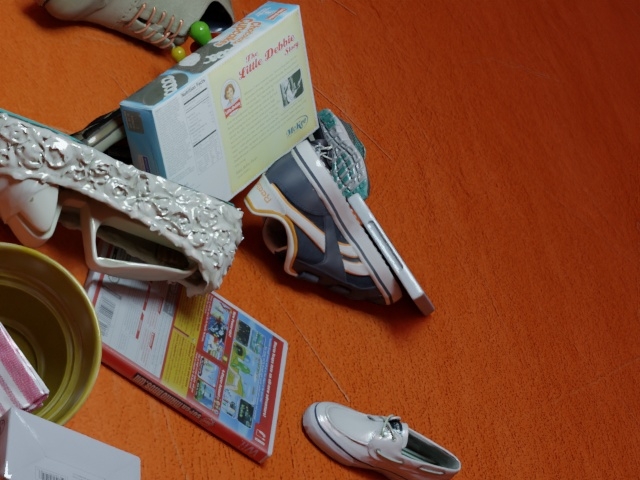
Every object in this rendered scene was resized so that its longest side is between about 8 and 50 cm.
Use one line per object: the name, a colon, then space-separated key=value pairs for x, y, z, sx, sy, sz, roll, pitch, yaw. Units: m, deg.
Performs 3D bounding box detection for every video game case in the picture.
video game case: x=0.103 y=0.023 z=2.213 sx=0.173 sy=0.022 sz=0.190 roll=57 pitch=3 yaw=13
video game case: x=-0.163 y=0.122 z=1.852 sx=0.285 sy=0.025 sz=0.204 roll=36 pitch=33 yaw=-21

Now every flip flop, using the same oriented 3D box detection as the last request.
flip flop: x=-0.242 y=-0.131 z=1.961 sx=0.080 sy=0.112 sz=0.277 roll=64 pitch=31 yaw=-10

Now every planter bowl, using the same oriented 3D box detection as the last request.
planter bowl: x=-0.333 y=0.118 z=1.545 sx=0.217 sy=0.090 sz=0.217 roll=5 pitch=67 yaw=-11

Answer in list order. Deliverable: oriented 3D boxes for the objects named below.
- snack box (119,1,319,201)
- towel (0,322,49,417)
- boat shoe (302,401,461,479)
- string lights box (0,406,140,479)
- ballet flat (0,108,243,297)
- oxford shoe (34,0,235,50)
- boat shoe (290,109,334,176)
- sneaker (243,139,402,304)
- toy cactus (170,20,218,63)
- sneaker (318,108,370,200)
snack box: x=-0.122 y=-0.162 z=1.997 sx=0.322 sy=0.060 sz=0.187 roll=-42 pitch=133 yaw=-43
towel: x=-0.376 y=0.144 z=1.458 sx=0.197 sy=0.029 sz=0.144 roll=-33 pitch=78 yaw=-22
boat shoe: x=0.083 y=0.253 z=1.968 sx=0.226 sy=0.076 sz=0.083 roll=29 pitch=36 yaw=-30
string lights box: x=-0.284 y=0.258 z=1.324 sx=0.133 sy=0.260 sz=0.076 roll=29 pitch=37 yaw=-31
ballet flat: x=-0.271 y=-0.039 z=1.769 sx=0.409 sy=0.147 sz=0.147 roll=20 pitch=40 yaw=-24
oxford shoe: x=-0.240 y=-0.342 z=2.155 sx=0.397 sy=0.140 sz=0.146 roll=-24 pitch=82 yaw=-56
boat shoe: x=-0.016 y=-0.132 z=2.272 sx=0.075 sy=0.065 sz=0.206 roll=15 pitch=45 yaw=-43
sneaker: x=0.000 y=0.000 z=2.111 sx=0.321 sy=0.127 sz=0.126 roll=55 pitch=1 yaw=-43
toy cactus: x=-0.132 y=-0.200 z=2.178 sx=0.180 sy=0.112 sz=0.219 roll=2 pitch=56 yaw=-62
sneaker: x=0.047 y=-0.129 z=2.355 sx=0.076 sy=0.065 sz=0.166 roll=14 pitch=47 yaw=-49
